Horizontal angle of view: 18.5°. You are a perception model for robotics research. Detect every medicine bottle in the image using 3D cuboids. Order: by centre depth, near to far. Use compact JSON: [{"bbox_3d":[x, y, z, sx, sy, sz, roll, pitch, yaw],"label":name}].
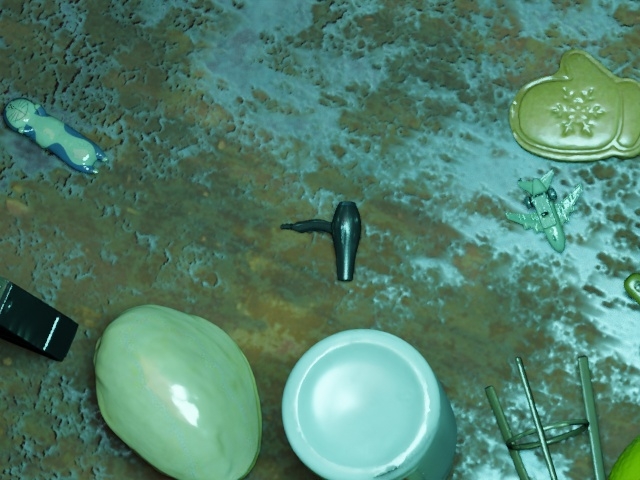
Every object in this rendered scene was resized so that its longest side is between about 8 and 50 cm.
[{"bbox_3d":[0.052,0.170,1.783,0.145,0.252,0.144,-3,76,11],"label":"medicine bottle"}]

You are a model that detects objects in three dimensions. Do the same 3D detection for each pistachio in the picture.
[{"bbox_3d":[-0.133,0.146,1.883,0.145,0.117,0.200,-41,75,-8],"label":"pistachio"}]

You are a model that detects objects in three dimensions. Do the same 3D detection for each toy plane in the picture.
[{"bbox_3d":[0.221,-0.028,1.919,0.080,0.033,0.083,-21,75,14],"label":"toy plane"}]

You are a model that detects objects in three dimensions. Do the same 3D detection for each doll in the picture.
[{"bbox_3d":[-0.272,-0.107,2.011,0.125,0.027,0.037,31,75,14],"label":"doll"}]

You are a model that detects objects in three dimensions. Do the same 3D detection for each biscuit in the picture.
[{"bbox_3d":[0.256,-0.134,1.945,0.140,0.023,0.118,-6,76,7],"label":"biscuit"}]

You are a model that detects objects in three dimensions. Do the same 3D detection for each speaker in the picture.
[{"bbox_3d":[-0.301,0.067,1.874,0.082,0.218,0.044,21,82,12],"label":"speaker"}]

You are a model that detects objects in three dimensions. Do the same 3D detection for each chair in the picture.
[{"bbox_3d":[0.227,0.218,1.831,0.095,0.104,0.221,-7,72,-11],"label":"chair"}]

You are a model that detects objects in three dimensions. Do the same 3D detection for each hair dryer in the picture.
[{"bbox_3d":[0.000,0.000,1.952,0.083,0.031,0.079,2,85,23],"label":"hair dryer"}]

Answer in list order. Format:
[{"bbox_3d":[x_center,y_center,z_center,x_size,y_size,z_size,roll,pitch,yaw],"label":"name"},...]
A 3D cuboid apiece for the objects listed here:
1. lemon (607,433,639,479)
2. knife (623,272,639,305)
[{"bbox_3d":[0.345,0.236,1.739,0.184,0.248,0.184,7,110,20],"label":"lemon"},{"bbox_3d":[0.374,0.132,1.863,0.046,0.022,0.256,-41,79,-10],"label":"knife"}]
